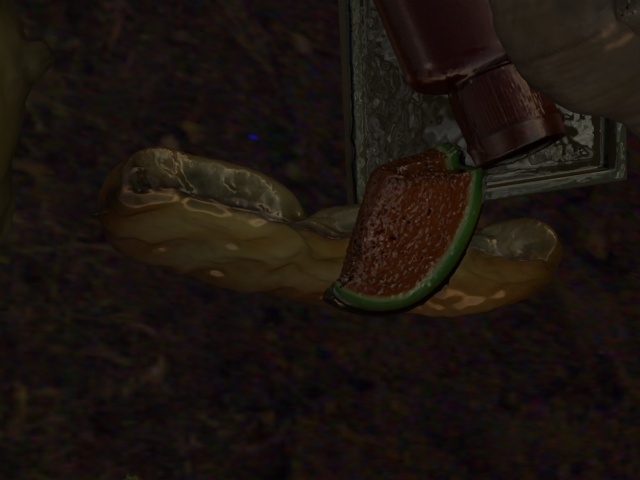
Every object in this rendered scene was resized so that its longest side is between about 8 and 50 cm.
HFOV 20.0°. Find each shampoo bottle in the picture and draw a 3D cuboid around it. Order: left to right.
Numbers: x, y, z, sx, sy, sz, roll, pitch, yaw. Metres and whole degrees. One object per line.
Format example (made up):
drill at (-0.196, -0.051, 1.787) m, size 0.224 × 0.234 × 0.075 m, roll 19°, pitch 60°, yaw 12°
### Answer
shampoo bottle at (0.074, -0.172, 1.112) m, size 0.102 × 0.064 × 0.260 m, roll -20°, pitch 83°, yaw -13°

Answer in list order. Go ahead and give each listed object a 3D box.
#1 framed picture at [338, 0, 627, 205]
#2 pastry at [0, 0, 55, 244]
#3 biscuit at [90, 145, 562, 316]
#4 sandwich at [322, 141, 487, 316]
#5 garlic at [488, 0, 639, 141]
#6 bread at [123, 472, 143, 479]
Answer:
framed picture at (0.117, -0.180, 1.298) m, size 0.024 × 0.232 × 0.315 m, roll -151°, pitch 56°, yaw -62°
pastry at (-0.161, -0.044, 0.491) m, size 0.170 × 0.237 × 0.256 m, roll 10°, pitch 111°, yaw 0°
biscuit at (0.001, 0.002, 1.179) m, size 0.299 × 0.154 × 0.045 m, roll 11°, pitch 66°, yaw 1°
sandwich at (0.042, -0.005, 0.899) m, size 0.026 × 0.069 × 0.101 m, roll 18°, pitch 82°, yaw 53°
garlic at (0.151, -0.130, 0.623) m, size 0.152 × 0.227 × 0.228 m, roll -171°, pitch 92°, yaw -68°
bread at (-0.109, 0.185, 0.948) m, size 0.088 × 0.226 × 0.049 m, roll 38°, pitch 102°, yaw -19°
